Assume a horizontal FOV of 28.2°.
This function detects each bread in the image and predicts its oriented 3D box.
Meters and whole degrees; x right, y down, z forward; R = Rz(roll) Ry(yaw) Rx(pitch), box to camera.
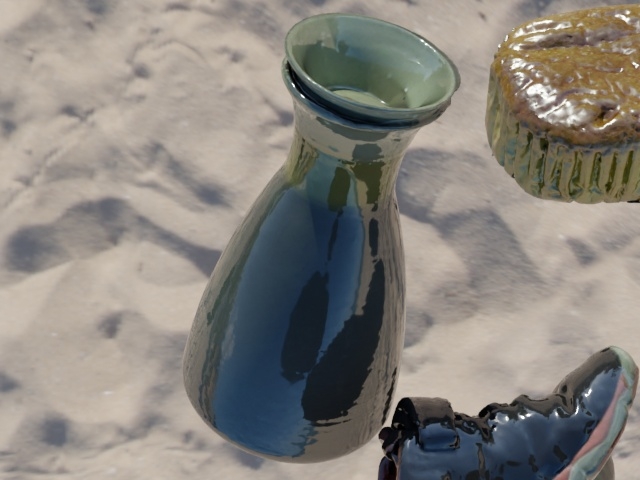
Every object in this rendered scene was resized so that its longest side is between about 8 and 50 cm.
[{"bbox_3d":[0.301,-0.146,1.335,0.253,0.142,0.227,-3,50,-6],"label":"bread"}]

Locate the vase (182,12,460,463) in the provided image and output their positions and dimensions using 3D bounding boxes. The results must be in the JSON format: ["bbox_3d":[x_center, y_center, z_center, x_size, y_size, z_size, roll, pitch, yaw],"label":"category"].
[{"bbox_3d":[0.000,0.000,0.938,0.173,0.173,0.321,32,132,22],"label":"vase"}]

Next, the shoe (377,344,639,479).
[{"bbox_3d":[0.104,0.166,0.920,0.291,0.114,0.137,-39,81,-17],"label":"shoe"}]

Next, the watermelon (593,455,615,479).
[{"bbox_3d":[0.271,0.260,1.384,0.105,0.133,0.105,-21,36,16],"label":"watermelon"}]
